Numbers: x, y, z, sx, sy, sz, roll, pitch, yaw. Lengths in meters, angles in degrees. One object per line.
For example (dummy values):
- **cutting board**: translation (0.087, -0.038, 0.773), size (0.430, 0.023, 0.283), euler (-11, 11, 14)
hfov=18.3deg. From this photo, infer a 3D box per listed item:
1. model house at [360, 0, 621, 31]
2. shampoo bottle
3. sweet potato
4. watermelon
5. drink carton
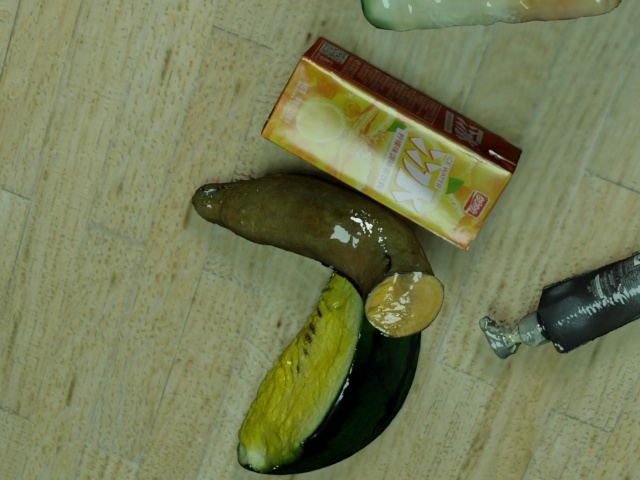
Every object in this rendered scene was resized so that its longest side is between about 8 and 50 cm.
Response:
- **model house**: translation (0.163, -0.347, 1.579), size (0.245, 0.312, 0.280), euler (-2, 112, 28)
- **shampoo bottle**: translation (0.252, 0.060, 1.879), size (0.208, 0.057, 0.063), euler (-25, 106, 23)
- **sweet potato**: translation (-0.001, -0.004, 1.868), size (0.286, 0.112, 0.085), euler (27, 154, 27)
- **watermelon**: translation (0.010, 0.138, 1.975), size (0.129, 0.123, 0.301), euler (49, 123, 29)
- **drink carton**: translation (0.067, -0.091, 1.852), size (0.223, 0.071, 0.096), euler (30, 117, 0)
